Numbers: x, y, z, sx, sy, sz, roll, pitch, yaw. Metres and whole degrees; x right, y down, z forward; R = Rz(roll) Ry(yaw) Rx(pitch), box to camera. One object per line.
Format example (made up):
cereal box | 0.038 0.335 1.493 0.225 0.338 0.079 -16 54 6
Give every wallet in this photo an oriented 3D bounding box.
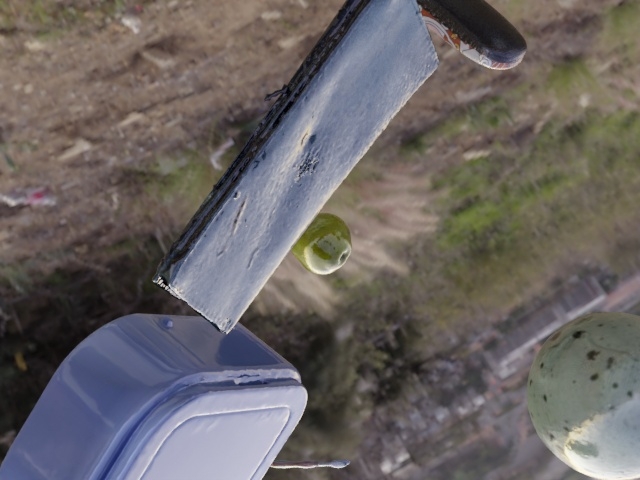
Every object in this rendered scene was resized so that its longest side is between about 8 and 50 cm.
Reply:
wallet | -0.017 -0.085 1.087 0.379 0.046 0.190 -53 156 -7

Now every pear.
pear | 0.000 0.000 1.575 0.092 0.097 0.092 -46 157 -25

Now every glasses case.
glasses case | 0.227 -0.372 1.817 0.103 0.266 0.067 -24 149 -37

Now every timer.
timer | -0.219 0.262 1.305 0.395 0.173 0.395 -41 154 -25

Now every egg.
egg | 0.224 0.119 0.826 0.131 0.131 0.164 -28 -177 -2

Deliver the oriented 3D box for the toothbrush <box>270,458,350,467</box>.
toothbrush | -0.023 0.378 1.867 0.193 0.013 0.019 -13 179 44
